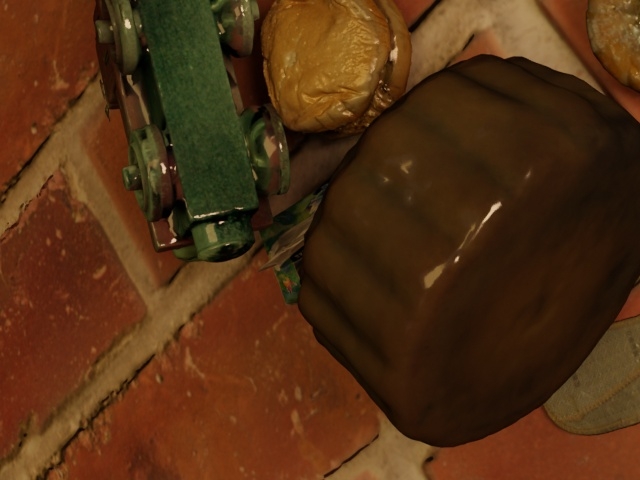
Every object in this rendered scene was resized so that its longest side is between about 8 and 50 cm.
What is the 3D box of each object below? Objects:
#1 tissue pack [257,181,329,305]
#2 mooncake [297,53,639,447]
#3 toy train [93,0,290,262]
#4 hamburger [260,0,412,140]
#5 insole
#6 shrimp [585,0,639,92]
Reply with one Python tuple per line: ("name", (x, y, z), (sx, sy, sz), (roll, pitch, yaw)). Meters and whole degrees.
("tissue pack", (-0.001, 0.000, 1.224), (0.111, 0.079, 0.085), (-30, 75, 37))
("mooncake", (0.119, -0.001, 1.001), (0.161, 0.290, 0.290), (40, 118, 34))
("toy train", (-0.129, -0.116, 1.235), (0.221, 0.150, 0.304), (136, 122, -71))
("hamburger", (0.015, -0.164, 1.195), (0.138, 0.083, 0.147), (-18, 81, 42))
("insole", (0.311, 0.072, 1.025), (0.348, 0.009, 0.119), (-26, 78, 37))
("shrimp", (0.293, -0.171, 0.964), (0.217, 0.051, 0.150), (1, 120, 34))
